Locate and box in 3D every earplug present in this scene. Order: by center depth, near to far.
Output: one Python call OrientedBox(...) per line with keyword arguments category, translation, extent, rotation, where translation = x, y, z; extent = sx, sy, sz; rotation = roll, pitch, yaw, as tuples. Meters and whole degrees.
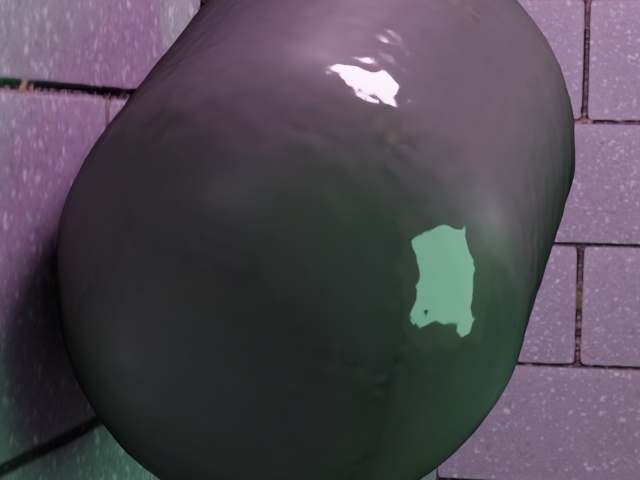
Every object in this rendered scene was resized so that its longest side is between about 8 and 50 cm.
OrientedBox(category="earplug", translation=(0.000, 0.000, 1.116), extent=(0.394, 0.313, 0.312), rotation=(-66, 155, -62))

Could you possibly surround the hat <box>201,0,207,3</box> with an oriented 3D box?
OrientedBox(category="hat", translation=(-0.068, -0.201, 1.403), extent=(0.146, 0.067, 0.146), rotation=(29, -56, 54))
